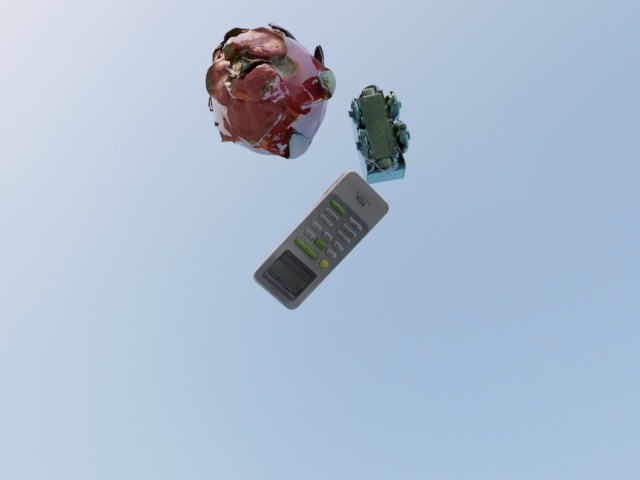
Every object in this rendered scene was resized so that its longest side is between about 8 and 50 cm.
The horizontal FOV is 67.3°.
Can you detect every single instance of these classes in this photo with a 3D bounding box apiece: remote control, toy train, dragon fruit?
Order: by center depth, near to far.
[{"bbox_3d":[0.000,0.000,0.816,0.103,0.034,0.250,43,-86,-16],"label":"remote control"},{"bbox_3d":[0.118,-0.212,0.990,0.107,0.154,0.198,-11,-111,0],"label":"toy train"},{"bbox_3d":[-0.105,-0.354,1.076,0.305,0.305,0.226,51,-23,7],"label":"dragon fruit"}]
